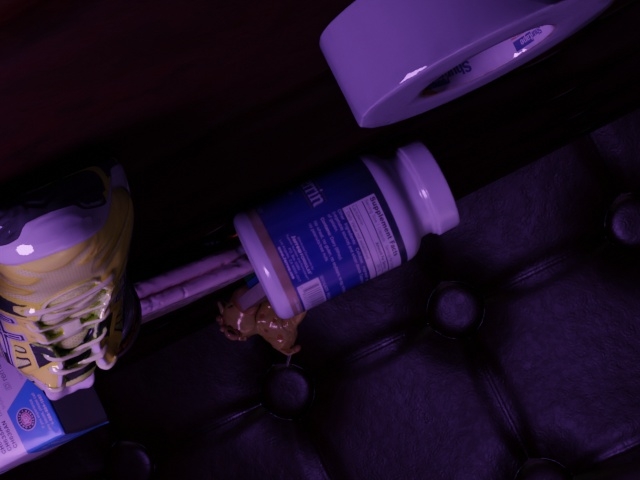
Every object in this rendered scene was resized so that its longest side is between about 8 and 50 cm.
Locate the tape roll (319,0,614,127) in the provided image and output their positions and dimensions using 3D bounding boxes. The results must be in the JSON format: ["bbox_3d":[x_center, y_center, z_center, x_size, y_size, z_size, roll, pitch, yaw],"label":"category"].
[{"bbox_3d":[0.112,-0.166,0.994,0.219,0.072,0.219,-27,175,-2],"label":"tape roll"}]

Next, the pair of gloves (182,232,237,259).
[{"bbox_3d":[-0.147,0.003,1.827,0.083,0.010,0.074,-21,176,-36],"label":"pair of gloves"}]

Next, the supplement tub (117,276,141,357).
[{"bbox_3d":[-0.252,0.074,1.396,0.117,0.117,0.190,-25,175,-7],"label":"supplement tub"}]

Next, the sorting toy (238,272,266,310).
[{"bbox_3d":[0.000,0.000,2.090,0.255,0.089,0.257,-24,175,-23],"label":"sorting toy"}]

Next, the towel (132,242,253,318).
[{"bbox_3d":[-0.244,0.083,1.866,0.317,0.053,0.332,-23,177,-41],"label":"towel"}]

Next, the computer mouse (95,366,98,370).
[{"bbox_3d":[-0.374,0.210,2.069,0.071,0.041,0.242,-63,174,-64],"label":"computer mouse"}]

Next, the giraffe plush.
[{"bbox_3d":[-0.131,0.154,2.792,0.170,0.210,0.181,10,177,-16],"label":"giraffe plush"}]

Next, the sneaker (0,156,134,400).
[{"bbox_3d":[-0.208,0.040,1.090,0.145,0.147,0.384,-23,173,-14],"label":"sneaker"}]

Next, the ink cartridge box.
[{"bbox_3d":[-0.415,0.202,1.591,0.233,0.171,0.168,-27,175,8],"label":"ink cartridge box"}]

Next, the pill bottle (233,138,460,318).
[{"bbox_3d":[0.035,-0.019,1.682,0.265,0.153,0.153,-25,175,-5],"label":"pill bottle"}]
